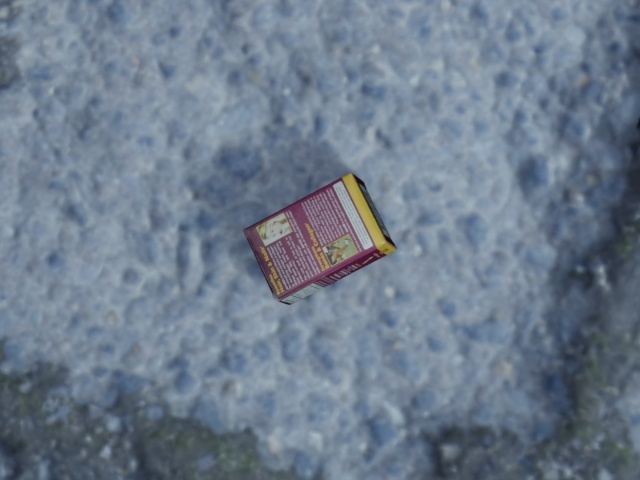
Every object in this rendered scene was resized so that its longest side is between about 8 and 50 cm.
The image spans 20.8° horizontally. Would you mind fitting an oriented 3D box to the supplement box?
[{"bbox_3d":[0.000,0.000,1.151,0.083,0.043,0.055,-27,78,8],"label":"supplement box"}]
